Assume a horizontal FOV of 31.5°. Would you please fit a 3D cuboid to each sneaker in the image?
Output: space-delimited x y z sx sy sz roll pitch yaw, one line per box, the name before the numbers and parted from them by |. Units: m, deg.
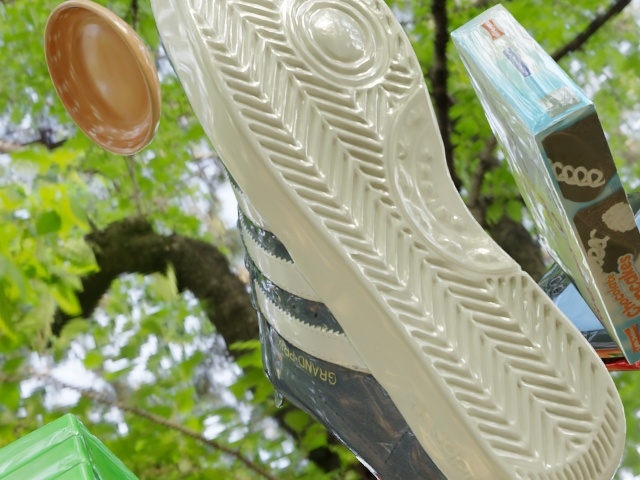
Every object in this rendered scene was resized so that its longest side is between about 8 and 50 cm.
sneaker | 0.000 0.000 0.579 0.131 0.350 0.148 -23 -10 -36

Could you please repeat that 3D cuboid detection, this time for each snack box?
snack box | 0.232 -0.046 1.065 0.060 0.187 0.322 -30 -49 4

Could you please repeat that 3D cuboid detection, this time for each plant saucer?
plant saucer | -0.261 -0.202 1.393 0.037 0.200 0.200 -34 -33 -38

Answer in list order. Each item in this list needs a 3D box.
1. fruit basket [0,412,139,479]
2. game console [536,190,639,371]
fruit basket | -0.336 0.383 1.159 0.392 0.392 0.283 -37 -70 10
game console | 0.417 0.029 1.419 0.060 0.386 0.342 47 -116 -16
